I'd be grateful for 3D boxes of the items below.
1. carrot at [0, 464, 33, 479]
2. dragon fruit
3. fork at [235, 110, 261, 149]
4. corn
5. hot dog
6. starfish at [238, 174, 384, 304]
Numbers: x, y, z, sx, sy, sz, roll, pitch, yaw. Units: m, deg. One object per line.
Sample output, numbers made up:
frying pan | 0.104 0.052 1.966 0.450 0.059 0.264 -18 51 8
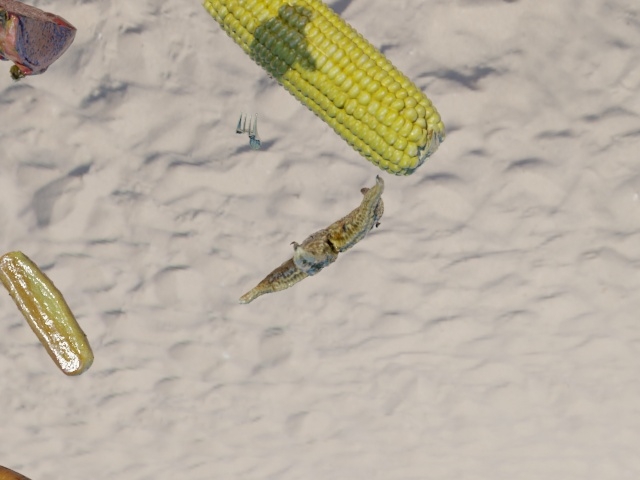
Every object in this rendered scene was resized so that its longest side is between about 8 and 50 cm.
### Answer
carrot | -0.339 0.266 0.914 0.190 0.037 0.037 19 149 23
dragon fruit | -0.414 -0.272 1.136 0.096 0.102 0.147 -59 156 15
fork | -0.106 -0.155 1.253 0.034 0.028 0.219 6 176 -2
corn | 0.002 -0.153 0.726 0.248 0.081 0.081 41 136 -1
hot dog | -0.407 0.107 1.257 0.066 0.216 0.047 -37 172 -9
starfish | 0.000 0.000 1.005 0.062 0.235 0.277 55 154 -4
